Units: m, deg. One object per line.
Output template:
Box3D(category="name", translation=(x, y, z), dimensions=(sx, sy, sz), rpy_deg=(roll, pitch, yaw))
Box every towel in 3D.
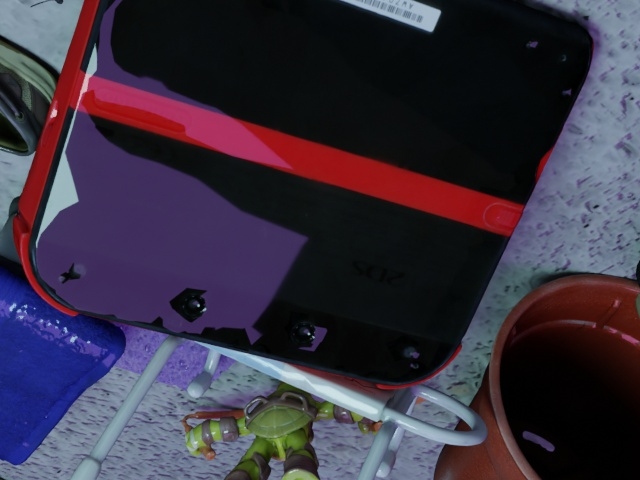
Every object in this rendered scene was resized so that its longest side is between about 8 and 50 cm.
Box3D(category="towel", translation=(-0.361, 0.077, 1.166), dimensions=(0.308, 0.076, 0.227), rpy_deg=(32, 125, -20))

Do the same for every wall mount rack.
Box3D(category="wall mount rack", translation=(-0.045, 0.159, 1.052), dimensions=(0.350, 0.304, 0.130), rpy_deg=(21, 103, 10))

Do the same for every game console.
Box3D(category="game console", translation=(-0.016, -0.063, 0.956), dimensions=(0.387, 0.060, 0.342), rpy_deg=(15, 108, -20))

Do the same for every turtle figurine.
Box3D(category="turtle figurine", translation=(-0.025, 0.197, 1.256), dimensions=(0.270, 0.217, 0.087), rpy_deg=(-4, 114, 6))

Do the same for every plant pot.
Box3D(category="plant pot", translation=(0.249, 0.217, 1.231), dimensions=(0.272, 0.272, 0.265), rpy_deg=(9, 146, -11))

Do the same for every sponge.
Box3D(category="sponge", translation=(-0.183, 0.086, 1.231), dimensions=(0.210, 0.031, 0.117), rpy_deg=(23, 134, -25))

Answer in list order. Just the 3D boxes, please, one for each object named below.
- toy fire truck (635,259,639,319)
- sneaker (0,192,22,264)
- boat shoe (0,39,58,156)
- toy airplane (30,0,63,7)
Box3D(category="toy fire truck", translation=(0.438, 0.060, 1.126), dimensions=(0.246, 0.158, 0.217), rpy_deg=(38, 117, -25))
Box3D(category="sneaker", translation=(-0.200, -0.032, 1.054), dimensions=(0.118, 0.083, 0.222), rpy_deg=(26, 126, -11))
Box3D(category="boat shoe", translation=(-0.304, -0.135, 0.937), dimensions=(0.223, 0.073, 0.080), rpy_deg=(27, 132, -29))
Box3D(category="toy airplane", translation=(-0.212, -0.224, 0.868), dimensions=(0.151, 0.028, 0.151), rpy_deg=(-2, 139, -1))
